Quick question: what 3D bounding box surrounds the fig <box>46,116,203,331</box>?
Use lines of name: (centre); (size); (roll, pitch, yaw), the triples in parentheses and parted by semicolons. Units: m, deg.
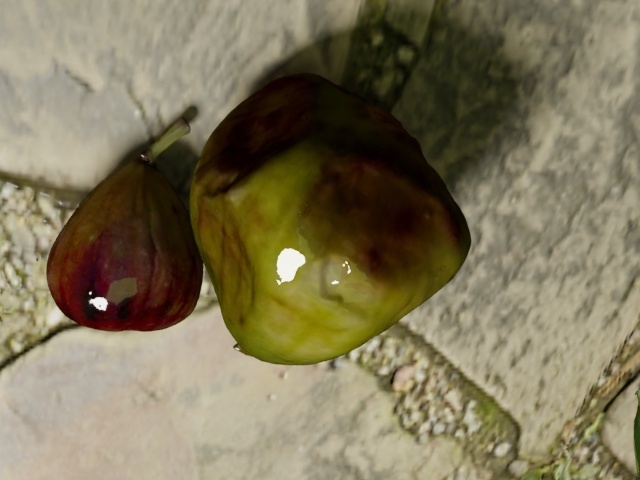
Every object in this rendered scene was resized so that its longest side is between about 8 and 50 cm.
fig: (-0.107, -0.011, 0.595); (0.089, 0.089, 0.125); (7, 93, -13)

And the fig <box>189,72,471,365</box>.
fig: (0.000, 0.000, 0.575); (0.154, 0.144, 0.165); (20, 130, 5)

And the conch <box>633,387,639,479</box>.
conch: (0.269, 0.166, 0.754); (0.106, 0.079, 0.170); (-32, 104, 3)
